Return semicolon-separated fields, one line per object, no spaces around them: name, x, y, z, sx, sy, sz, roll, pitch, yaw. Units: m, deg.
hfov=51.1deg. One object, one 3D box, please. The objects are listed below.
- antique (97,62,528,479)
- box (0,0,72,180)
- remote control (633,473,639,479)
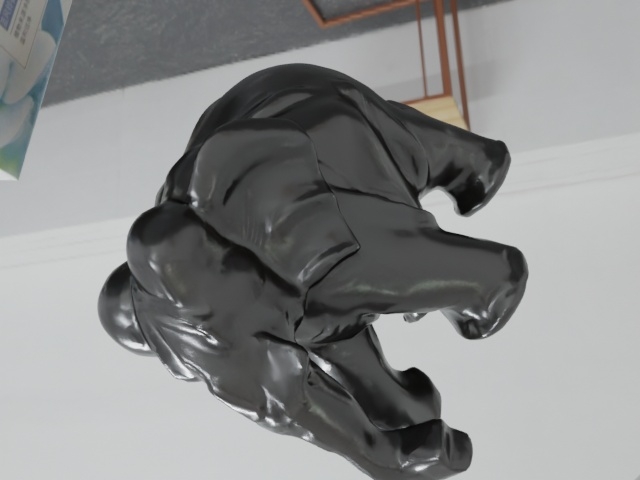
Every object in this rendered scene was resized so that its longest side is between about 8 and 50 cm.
antique;0.000;0.000;0.496;0.255;0.322;0.185;28;134;-16
box;-0.286;-0.207;0.490;0.116;0.274;0.203;7;166;12
remote control;0.323;0.317;0.774;0.184;0.027;0.050;-37;160;-9
